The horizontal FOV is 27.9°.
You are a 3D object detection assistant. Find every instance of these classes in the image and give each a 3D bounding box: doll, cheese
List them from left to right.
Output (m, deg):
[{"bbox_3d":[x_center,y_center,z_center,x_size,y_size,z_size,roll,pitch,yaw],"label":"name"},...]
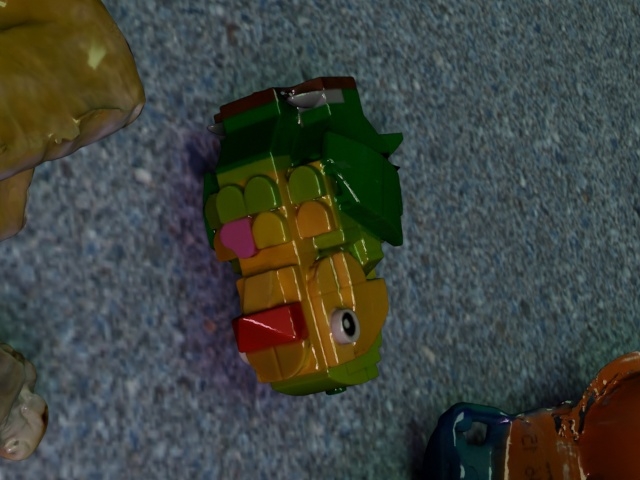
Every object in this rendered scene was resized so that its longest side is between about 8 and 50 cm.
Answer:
[{"bbox_3d":[-0.005,-0.003,0.724,0.134,0.106,0.186,35,49,-48],"label":"doll"},{"bbox_3d":[0.208,0.173,0.876,0.329,0.129,0.217,8,70,-34],"label":"cheese"}]

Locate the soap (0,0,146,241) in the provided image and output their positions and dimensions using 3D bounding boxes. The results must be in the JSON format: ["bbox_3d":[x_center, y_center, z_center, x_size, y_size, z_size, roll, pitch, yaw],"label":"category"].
[{"bbox_3d":[-0.261,-0.087,0.401,0.293,0.156,0.335,51,39,3],"label":"soap"}]

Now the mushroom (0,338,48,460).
[{"bbox_3d":[-0.191,0.088,0.480,0.225,0.093,0.116,-21,67,-46],"label":"mushroom"}]
